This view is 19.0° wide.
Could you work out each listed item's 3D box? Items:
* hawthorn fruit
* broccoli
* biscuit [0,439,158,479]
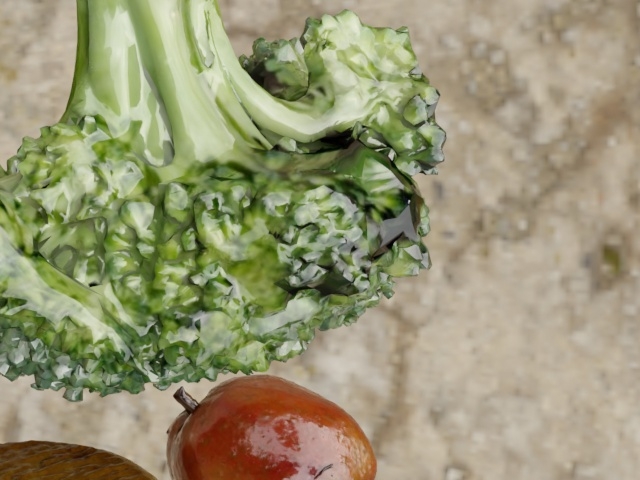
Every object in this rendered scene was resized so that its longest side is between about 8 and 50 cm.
[{"bbox_3d":[-0.054,0.202,1.759,0.202,0.185,0.185,40,64,2],"label":"hawthorn fruit"},{"bbox_3d":[-0.090,-0.033,1.282,0.338,0.277,0.318,21,93,0],"label":"broccoli"},{"bbox_3d":[-0.198,0.188,1.225,0.212,0.212,0.036,-19,120,-36],"label":"biscuit"}]
